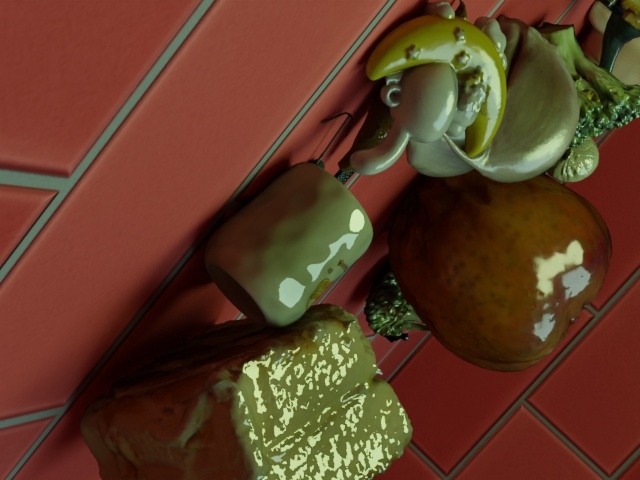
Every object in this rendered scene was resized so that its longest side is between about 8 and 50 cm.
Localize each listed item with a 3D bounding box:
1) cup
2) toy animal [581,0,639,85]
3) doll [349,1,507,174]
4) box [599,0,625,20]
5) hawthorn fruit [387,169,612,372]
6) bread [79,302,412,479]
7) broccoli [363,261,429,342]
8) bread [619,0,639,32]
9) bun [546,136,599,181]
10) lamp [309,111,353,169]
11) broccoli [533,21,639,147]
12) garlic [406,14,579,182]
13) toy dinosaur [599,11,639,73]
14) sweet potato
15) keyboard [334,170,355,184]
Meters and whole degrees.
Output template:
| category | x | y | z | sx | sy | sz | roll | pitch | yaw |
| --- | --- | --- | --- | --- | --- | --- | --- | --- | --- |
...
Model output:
| category | x | y | z | sx | sy | sz | roll | pitch | yaw |
| --- | --- | --- | --- | --- | --- | --- | --- | --- | --- |
| cup | -0.072 | 0.001 | 1.551 | 0.202 | 0.255 | 0.173 | -43 | 122 | -18 |
| toy animal | 0.625 | -0.373 | 2.340 | 0.326 | 0.237 | 0.269 | -40 | 174 | -15 |
| doll | 0.162 | -0.216 | 1.527 | 0.237 | 0.111 | 0.252 | -2 | 111 | -30 |
| box | 0.530 | -0.521 | 1.782 | 0.252 | 0.153 | 0.188 | -52 | 162 | 19 |
| hawthorn fruit | 0.355 | 0.040 | 2.186 | 0.472 | 0.472 | 0.472 | -43 | 164 | -15 |
| bread | -0.118 | 0.281 | 1.605 | 0.390 | 0.279 | 0.371 | -14 | -171 | 44 |
| broccoli | 0.239 | 0.149 | 2.502 | 0.263 | 0.243 | 0.247 | -35 | 148 | -52 |
| bread | 0.565 | -0.414 | 1.755 | 0.147 | 0.127 | 0.152 | -55 | -165 | 26 |
| bun | 0.490 | -0.172 | 2.089 | 0.115 | 0.115 | 0.069 | -49 | 157 | 7 |
| lamp | 0.008 | -0.136 | 1.579 | 0.054 | 0.041 | 0.121 | -43 | 169 | -46 |
| broccoli | 0.441 | -0.291 | 1.977 | 0.288 | 0.245 | 0.248 | -9 | -175 | -20 |
| garlic | 0.285 | -0.195 | 1.778 | 0.340 | 0.231 | 0.246 | -34 | 150 | -37 |
| toy dinosaur | 0.610 | -0.392 | 1.989 | 0.383 | 0.129 | 0.330 | -170 | -93 | -76 |
| sweet potato | 0.125 | -0.228 | 1.603 | 0.072 | 0.066 | 0.314 | 19 | 109 | -49 |
| keyboard | 0.048 | -0.117 | 1.767 | 0.155 | 0.010 | 0.053 | -48 | 163 | 6 |
